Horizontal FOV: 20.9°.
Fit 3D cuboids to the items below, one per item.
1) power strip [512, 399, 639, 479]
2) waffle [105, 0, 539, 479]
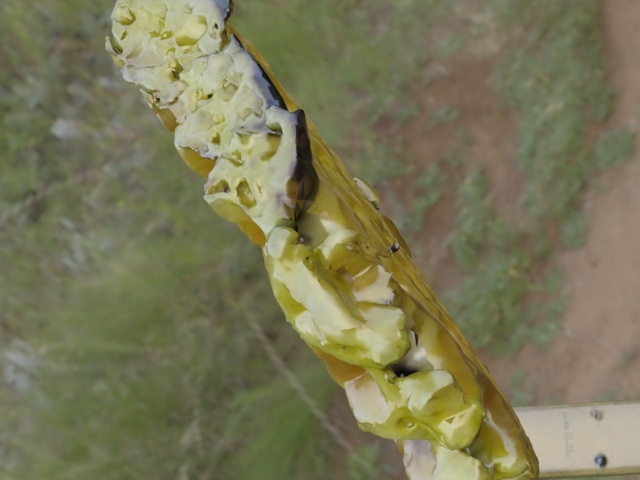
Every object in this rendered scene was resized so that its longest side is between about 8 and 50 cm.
[{"bbox_3d":[0.269,0.171,1.497,0.044,0.305,0.064,71,-165,-76],"label":"power strip"},{"bbox_3d":[0.003,-0.002,0.777,0.060,0.312,0.307,-36,-15,2],"label":"waffle"}]
